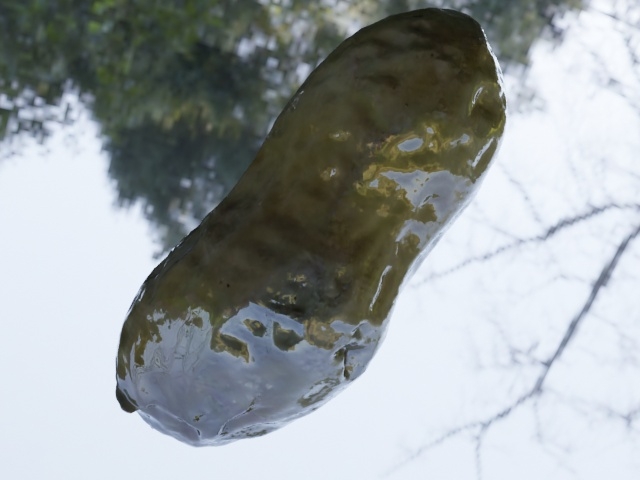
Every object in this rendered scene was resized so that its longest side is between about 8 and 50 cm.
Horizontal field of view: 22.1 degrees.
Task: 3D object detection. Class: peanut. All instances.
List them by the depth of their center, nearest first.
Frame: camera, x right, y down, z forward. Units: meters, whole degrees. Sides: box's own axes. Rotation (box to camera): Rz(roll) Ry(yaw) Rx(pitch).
[{"bbox_3d":[0.000,0.000,0.656,0.099,0.214,0.099,37,-176,-3],"label":"peanut"}]
